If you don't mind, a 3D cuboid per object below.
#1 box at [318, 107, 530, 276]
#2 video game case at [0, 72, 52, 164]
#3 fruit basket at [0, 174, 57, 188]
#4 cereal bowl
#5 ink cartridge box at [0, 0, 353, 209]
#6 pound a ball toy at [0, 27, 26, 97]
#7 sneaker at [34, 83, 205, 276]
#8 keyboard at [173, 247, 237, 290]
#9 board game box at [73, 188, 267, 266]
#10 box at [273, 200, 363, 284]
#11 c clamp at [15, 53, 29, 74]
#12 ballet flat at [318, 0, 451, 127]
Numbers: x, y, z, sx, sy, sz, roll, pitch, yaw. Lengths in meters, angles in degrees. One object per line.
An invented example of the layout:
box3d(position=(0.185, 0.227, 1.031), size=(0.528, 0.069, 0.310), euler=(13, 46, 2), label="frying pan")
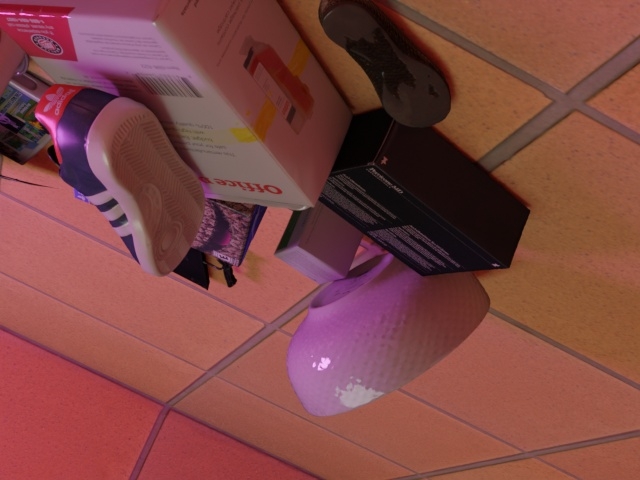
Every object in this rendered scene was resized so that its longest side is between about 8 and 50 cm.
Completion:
box3d(position=(0.125, -0.061, 1.567), size=(0.261, 0.103, 0.184), euler=(36, 159, -27), label="box")
box3d(position=(-0.585, -0.251, 1.939), size=(0.300, 0.036, 0.329), euler=(32, 156, -20), label="video game case")
box3d(position=(-0.690, -0.156, 2.055), size=(0.353, 0.165, 0.327), euler=(9, 180, 13), label="fruit basket")
box3d(position=(0.083, 0.120, 1.782), size=(0.141, 0.339, 0.339), euler=(57, 151, -9), label="cereal bowl")
box3d(position=(-0.170, -0.214, 1.426), size=(0.279, 0.160, 0.384), euler=(10, 155, 33), label="ink cartridge box")
box3d(position=(-0.487, -0.250, 1.450), size=(0.208, 0.319, 0.136), euler=(32, 157, -19), label="pound a ball toy")
box3d(position=(-0.254, -0.081, 1.456), size=(0.148, 0.131, 0.350), euler=(24, 155, 21), label="sneaker")
box3d(position=(-0.241, 0.025, 2.240), size=(0.201, 0.033, 0.317), euler=(27, 160, 9), label="keyboard")
box3d(position=(-0.219, -0.110, 1.749), size=(0.291, 0.141, 0.232), euler=(23, 159, 1), label="board game box")
box3d(position=(0.000, 0.000, 1.836), size=(0.102, 0.101, 0.087), euler=(33, 156, -22), label="box")
box3d(position=(-0.506, -0.305, 1.723), size=(0.161, 0.022, 0.137), euler=(27, 146, -19), label="c clamp")
box3d(position=(0.076, -0.213, 1.335), size=(0.084, 0.058, 0.250), euler=(-31, 138, 21), label="ballet flat")
